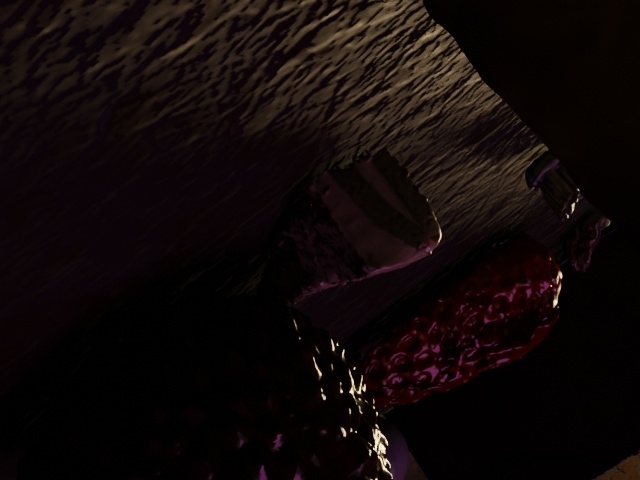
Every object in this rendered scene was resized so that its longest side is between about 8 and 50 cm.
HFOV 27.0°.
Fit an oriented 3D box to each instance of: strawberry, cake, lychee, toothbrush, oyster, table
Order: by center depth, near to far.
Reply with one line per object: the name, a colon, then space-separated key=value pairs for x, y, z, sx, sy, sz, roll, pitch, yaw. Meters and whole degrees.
lychee: x=-0.046 y=0.126 z=0.619 sx=0.188 sy=0.188 sz=0.188 roll=-34 pitch=166 yaw=-10
cake: x=0.000 y=0.000 z=0.633 sx=0.051 sy=0.055 sz=0.140 roll=-30 pitch=-178 yaw=-28
toothbrush: x=0.288 y=-0.125 z=0.886 sx=0.413 sy=0.042 sz=0.035 roll=-32 pitch=165 yaw=-25
strawberry: x=0.104 y=0.071 z=0.993 sx=0.188 sy=0.082 sz=0.121 roll=-36 pitch=169 yaw=-13
oyster: x=0.231 y=0.001 z=1.160 sx=0.051 sy=0.034 sz=0.093 roll=-45 pitch=164 yaw=-43
table: x=0.221 y=0.151 z=1.306 sx=0.282 sy=0.196 sz=0.250 roll=-33 pitch=166 yaw=-4

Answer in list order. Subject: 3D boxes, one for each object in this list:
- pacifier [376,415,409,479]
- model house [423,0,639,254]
pacifier: x=0.020 y=0.270 z=1.293 sx=0.287 sy=0.238 sz=0.226 roll=10 pitch=105 yaw=-36
model house: x=0.179 y=-0.066 z=0.505 sx=0.175 sy=0.193 sz=0.234 roll=-44 pitch=164 yaw=18
